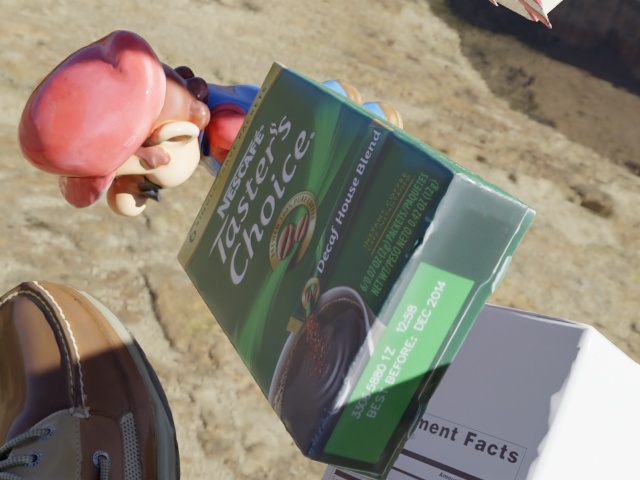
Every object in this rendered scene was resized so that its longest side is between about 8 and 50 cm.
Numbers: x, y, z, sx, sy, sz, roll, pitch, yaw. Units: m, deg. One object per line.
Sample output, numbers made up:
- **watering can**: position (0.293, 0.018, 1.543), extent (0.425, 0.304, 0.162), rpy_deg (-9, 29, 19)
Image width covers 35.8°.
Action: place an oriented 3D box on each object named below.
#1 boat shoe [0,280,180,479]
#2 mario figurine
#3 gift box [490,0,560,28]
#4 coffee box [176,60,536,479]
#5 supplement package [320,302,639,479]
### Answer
- **boat shoe**: position (-0.157, 0.167, 0.606), extent (0.120, 0.122, 0.324), rpy_deg (19, 41, -53)
- **mario figurine**: position (-0.096, -0.070, 0.831), extent (0.320, 0.170, 0.198), rpy_deg (-1, -9, -36)
- **gift box**: position (0.173, -0.352, 0.897), extent (0.276, 0.258, 0.255), rpy_deg (47, 4, -31)
- **coffee box**: position (0.000, 0.000, 0.403), extent (0.040, 0.113, 0.184), rpy_deg (22, 12, -28)
- **supplement package**: position (0.113, 0.209, 0.707), extent (0.175, 0.293, 0.177), rpy_deg (11, -19, 49)
